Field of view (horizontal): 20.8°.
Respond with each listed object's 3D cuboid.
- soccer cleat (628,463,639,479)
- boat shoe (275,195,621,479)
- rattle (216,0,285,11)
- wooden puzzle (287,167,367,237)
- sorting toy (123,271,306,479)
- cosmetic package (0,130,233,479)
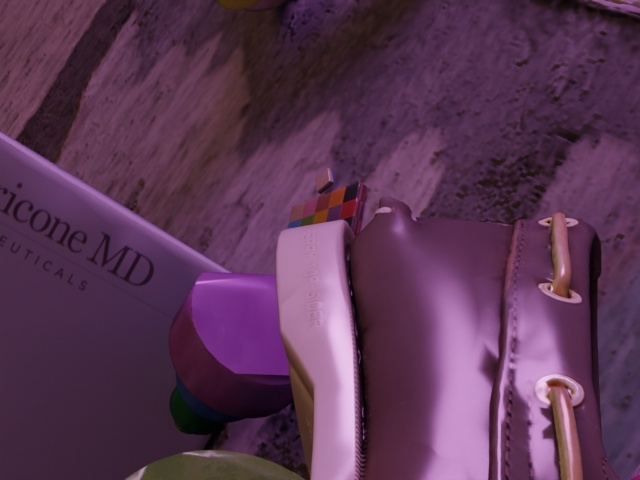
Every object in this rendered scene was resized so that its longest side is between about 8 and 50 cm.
[{"bbox_3d":[0.222,0.079,0.427,0.143,0.116,0.331,-46,25,-24],"label":"soccer cleat"},{"bbox_3d":[0.049,0.094,0.414,0.097,0.116,0.324,-11,32,2],"label":"boat shoe"},{"bbox_3d":[0.001,-0.216,0.977,0.143,0.130,0.199,-24,18,25],"label":"rattle"},{"bbox_3d":[0.000,0.000,0.851,0.049,0.006,0.083,-19,49,44],"label":"wooden puzzle"},{"bbox_3d":[-0.055,0.188,0.704,0.126,0.127,0.365,125,155,-51],"label":"sorting toy"},{"bbox_3d":[-0.216,0.133,0.836,0.156,0.217,0.385,25,86,57],"label":"cosmetic package"}]
